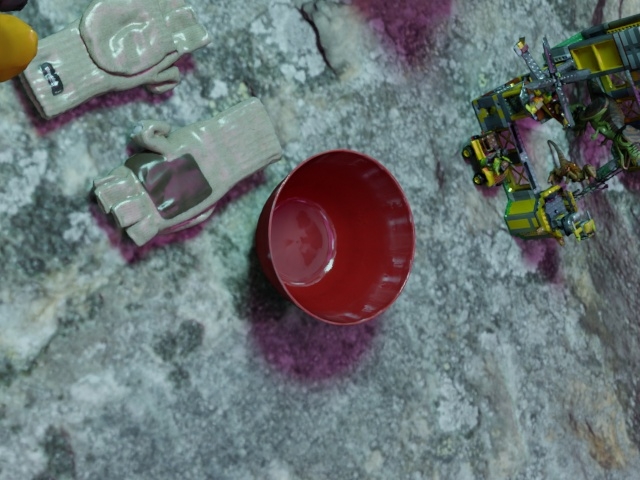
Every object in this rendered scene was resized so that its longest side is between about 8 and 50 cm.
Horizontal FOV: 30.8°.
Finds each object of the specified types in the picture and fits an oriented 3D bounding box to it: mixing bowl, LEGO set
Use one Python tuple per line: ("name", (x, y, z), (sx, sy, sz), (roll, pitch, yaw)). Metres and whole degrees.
("mixing bowl", (0.000, 0.000, 1.223), (0.181, 0.098, 0.182), (3, 84, -33))
("LEGO set", (0.355, -0.147, 1.410), (0.331, 0.192, 0.255), (-21, 98, -32))

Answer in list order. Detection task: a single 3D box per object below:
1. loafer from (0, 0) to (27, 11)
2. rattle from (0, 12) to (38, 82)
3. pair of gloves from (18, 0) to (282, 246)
("loafer", (-0.268, -0.355, 1.071), (0.095, 0.109, 0.303), (4, 82, -37))
("rattle", (-0.361, -0.141, 0.963), (0.199, 0.142, 0.130), (5, 97, -46))
("pair of gloves", (-0.168, -0.129, 1.157), (0.204, 0.042, 0.240), (-39, 106, -25))
